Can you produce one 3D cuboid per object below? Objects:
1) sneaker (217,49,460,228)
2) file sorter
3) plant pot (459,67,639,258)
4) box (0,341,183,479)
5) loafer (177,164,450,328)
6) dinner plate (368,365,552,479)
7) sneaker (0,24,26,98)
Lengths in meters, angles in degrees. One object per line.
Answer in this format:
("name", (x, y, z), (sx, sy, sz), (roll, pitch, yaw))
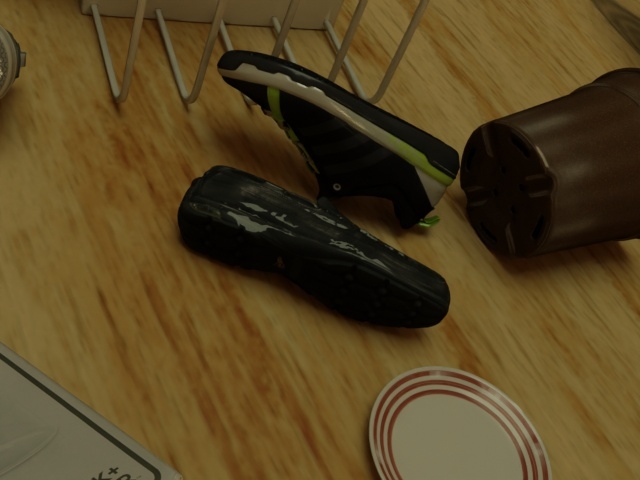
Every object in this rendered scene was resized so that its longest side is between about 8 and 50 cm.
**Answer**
("sneaker", (0.010, -0.079, 0.711), (0.234, 0.097, 0.084), (26, 12, -9))
("file sorter", (-0.059, -0.238, 0.772), (0.277, 0.193, 0.173), (-4, 53, -27))
("plant pot", (0.229, -0.063, 0.764), (0.165, 0.167, 0.167), (-15, 56, -25))
("box", (-0.210, 0.111, 0.366), (0.290, 0.087, 0.169), (22, 37, 35))
("loafer", (0.000, 0.000, 0.652), (0.223, 0.076, 0.078), (22, 51, 3))
("dinner plate", (0.098, 0.153, 0.593), (0.141, 0.017, 0.141), (12, 45, -12))
("sneaker", (-0.369, -0.153, 0.646), (0.281, 0.105, 0.115), (14, 11, -5))
